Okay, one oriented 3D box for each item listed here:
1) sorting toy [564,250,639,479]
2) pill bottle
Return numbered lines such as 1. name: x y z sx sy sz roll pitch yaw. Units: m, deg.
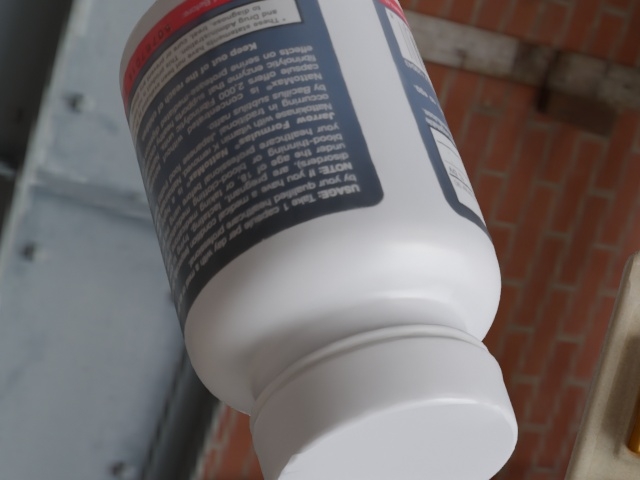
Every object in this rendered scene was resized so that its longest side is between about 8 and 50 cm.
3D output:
1. sorting toy: 0.207 0.125 0.824 0.038 0.193 0.208 123 -17 -81
2. pill bottle: 0.000 0.000 0.614 0.108 0.108 0.180 -49 -135 39
